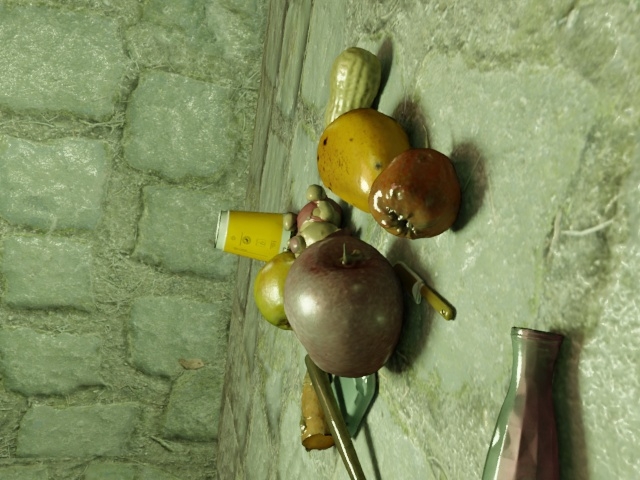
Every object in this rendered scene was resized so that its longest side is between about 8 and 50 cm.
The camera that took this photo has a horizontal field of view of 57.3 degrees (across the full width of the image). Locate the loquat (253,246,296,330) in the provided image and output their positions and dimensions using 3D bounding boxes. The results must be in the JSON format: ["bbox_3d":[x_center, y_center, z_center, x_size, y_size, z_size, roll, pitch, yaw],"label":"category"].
[{"bbox_3d":[-0.081,0.120,1.611,0.213,0.214,0.246,116,154,-54],"label":"loquat"}]

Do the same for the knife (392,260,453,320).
[{"bbox_3d":[0.170,0.088,1.035,0.256,0.022,0.046,-128,38,-68],"label":"knife"}]

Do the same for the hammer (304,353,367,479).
[{"bbox_3d":[0.051,0.412,1.211,0.439,0.044,0.168,-115,32,-43],"label":"hammer"}]

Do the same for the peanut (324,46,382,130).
[{"bbox_3d":[0.071,-0.320,1.346,0.123,0.124,0.256,-103,19,-48],"label":"peanut"}]

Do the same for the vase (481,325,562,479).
[{"bbox_3d":[0.236,0.208,0.669,0.086,0.086,0.214,174,104,-74],"label":"vase"}]

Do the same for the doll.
[{"bbox_3d":[-0.004,0.001,1.450,0.196,0.152,0.255,93,167,-52],"label":"doll"}]

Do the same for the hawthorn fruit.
[{"bbox_3d":[0.168,-0.085,0.932,0.189,0.149,0.149,-47,10,-12],"label":"hawthorn fruit"}]

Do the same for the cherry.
[{"bbox_3d":[0.046,0.129,1.110,0.261,0.221,0.307,-114,11,-56],"label":"cherry"}]

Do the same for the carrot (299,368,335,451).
[{"bbox_3d":[-0.004,0.394,1.485,0.101,0.102,0.263,110,164,-45],"label":"carrot"}]

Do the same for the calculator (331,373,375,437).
[{"bbox_3d":[0.065,0.334,1.298,0.141,0.045,0.246,-104,24,-48],"label":"calculator"}]

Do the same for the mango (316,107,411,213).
[{"bbox_3d":[0.092,-0.157,1.145,0.290,0.160,0.191,-122,48,-59],"label":"mango"}]

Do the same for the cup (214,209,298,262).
[{"bbox_3d":[-0.207,-0.016,1.957,0.196,0.280,0.196,-171,90,-79],"label":"cup"}]
